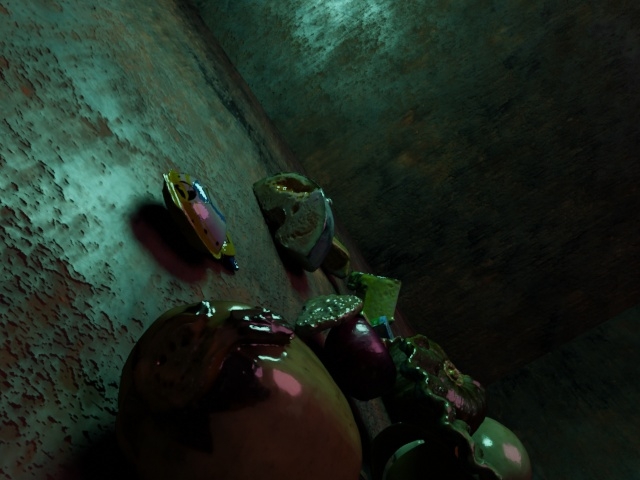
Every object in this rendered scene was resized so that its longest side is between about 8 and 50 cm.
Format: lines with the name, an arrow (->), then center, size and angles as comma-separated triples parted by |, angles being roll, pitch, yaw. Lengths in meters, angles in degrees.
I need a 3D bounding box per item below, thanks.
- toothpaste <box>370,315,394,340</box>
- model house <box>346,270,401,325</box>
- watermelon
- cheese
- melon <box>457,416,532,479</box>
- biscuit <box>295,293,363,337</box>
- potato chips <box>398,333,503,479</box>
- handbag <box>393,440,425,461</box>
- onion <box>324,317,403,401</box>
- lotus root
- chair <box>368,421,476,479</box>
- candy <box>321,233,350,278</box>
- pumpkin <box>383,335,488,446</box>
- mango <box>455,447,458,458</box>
toothpaste -> 0.217, 0.361, 1.494 | 0.065, 0.050, 0.266 | -66, 136, -73
model house -> 0.157, 0.220, 1.620 | 0.194, 0.170, 0.211 | 104, -3, -84
watermelon -> -0.035, -0.054, 1.336 | 0.188, 0.175, 0.321 | 45, 16, -54
cheese -> -0.180, -0.025, 0.773 | 0.156, 0.064, 0.250 | 62, -3, 25
melon -> 0.525, 0.698, 1.559 | 0.271, 0.272, 0.308 | 51, 18, -37
biscuit -> 0.024, 0.152, 1.057 | 0.290, 0.141, 0.038 | -48, 123, -84
potato chips -> 0.247, 0.326, 0.863 | 0.358, 0.070, 0.429 | 58, 4, 21
handbag -> 0.260, 0.571, 1.103 | 0.256, 0.079, 0.219 | 64, 7, 30
onion -> 0.085, 0.245, 1.030 | 0.177, 0.153, 0.177 | 35, -25, 19
lotus root -> -0.046, 0.178, 0.446 | 0.310, 0.183, 0.182 | 54, 8, -40
chair -> 0.192, 0.438, 0.902 | 0.172, 0.159, 0.247 | 60, 7, 35
candy -> 0.000, 0.000, 1.635 | 0.271, 0.101, 0.143 | 48, 17, -18
pumpkin -> 0.283, 0.443, 1.344 | 0.325, 0.242, 0.232 | 40, 35, 7
mango -> 0.347, 0.618, 1.383 | 0.115, 0.089, 0.165 | 52, 12, -20
